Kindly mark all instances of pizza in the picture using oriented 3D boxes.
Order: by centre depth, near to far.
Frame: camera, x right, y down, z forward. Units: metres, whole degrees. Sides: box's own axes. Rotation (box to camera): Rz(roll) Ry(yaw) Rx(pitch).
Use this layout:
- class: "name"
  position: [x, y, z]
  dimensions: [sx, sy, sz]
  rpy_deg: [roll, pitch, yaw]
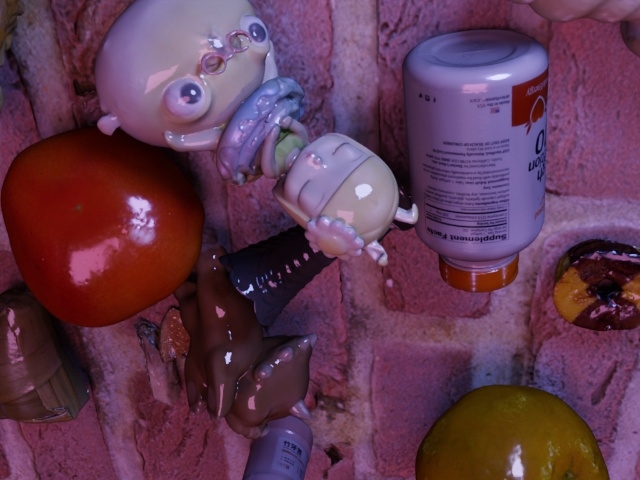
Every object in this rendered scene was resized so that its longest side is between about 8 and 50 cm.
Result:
- class: "pizza"
  position: [-0.202, 0.145, 1.216]
  dimensions: [0.078, 0.025, 0.083]
  rpy_deg: [10, 79, -10]

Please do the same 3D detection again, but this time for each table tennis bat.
- class: "table tennis bat"
  position: [0.100, -0.027, 1.082]
  dimensions: [0.050, 0.007, 0.083]
  rpy_deg: [34, 119, -12]

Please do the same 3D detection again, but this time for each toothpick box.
- class: "toothpick box"
  position: [-0.070, 0.354, 1.263]
  dimensions: [0.098, 0.149, 0.098]
  rpy_deg: [4, 122, 7]

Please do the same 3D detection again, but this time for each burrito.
- class: "burrito"
  position: [-0.247, 0.189, 1.254]
  dimensions: [0.055, 0.041, 0.149]
  rpy_deg: [7, 123, 21]

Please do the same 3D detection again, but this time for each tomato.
- class: "tomato"
  position: [-0.274, -0.025, 1.018]
  dimensions: [0.260, 0.180, 0.259]
  rpy_deg: [0, 86, -1]

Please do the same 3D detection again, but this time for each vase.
- class: "vase"
  position: [0.000, 0.000, 1.015]
  dimensions: [0.237, 0.115, 0.115]
  rpy_deg: [-34, 114, -5]

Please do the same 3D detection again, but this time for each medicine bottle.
- class: "medicine bottle"
  position: [0.181, -0.083, 0.946]
  dimensions: [0.157, 0.157, 0.288]
  rpy_deg: [-2, 121, 11]

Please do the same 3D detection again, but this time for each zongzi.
- class: "zongzi"
  position: [-0.505, 0.179, 1.263]
  dimensions: [0.256, 0.115, 0.228]
  rpy_deg: [-2, 118, 23]

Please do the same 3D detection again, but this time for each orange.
- class: "orange"
  position: [0.262, 0.337, 1.136]
  dimensions: [0.279, 0.279, 0.235]
  rpy_deg: [46, 146, -18]

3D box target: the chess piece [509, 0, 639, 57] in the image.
- class: "chess piece"
  position: [0.342, -0.252, 0.820]
  dimensions: [0.300, 0.167, 0.167]
  rpy_deg: [24, 122, -12]

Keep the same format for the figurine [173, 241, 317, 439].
- class: "figurine"
  position: [-0.094, 0.143, 1.135]
  dimensions: [0.173, 0.247, 0.177]
  rpy_deg: [-4, 157, -29]

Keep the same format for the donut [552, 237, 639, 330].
- class: "donut"
  position: [0.371, 0.055, 1.057]
  dimensions: [0.140, 0.059, 0.140]
  rpy_deg: [4, 122, 6]

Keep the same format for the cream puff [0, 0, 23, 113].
- class: "cream puff"
  position: [-0.477, -0.255, 0.904]
  dimensions: [0.327, 0.231, 0.343]
  rpy_deg: [-7, 147, 17]

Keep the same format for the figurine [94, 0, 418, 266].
- class: "figurine"
  position: [-0.064, -0.112, 0.928]
  dimensions: [0.394, 0.226, 0.274]
  rpy_deg: [37, 163, 9]
